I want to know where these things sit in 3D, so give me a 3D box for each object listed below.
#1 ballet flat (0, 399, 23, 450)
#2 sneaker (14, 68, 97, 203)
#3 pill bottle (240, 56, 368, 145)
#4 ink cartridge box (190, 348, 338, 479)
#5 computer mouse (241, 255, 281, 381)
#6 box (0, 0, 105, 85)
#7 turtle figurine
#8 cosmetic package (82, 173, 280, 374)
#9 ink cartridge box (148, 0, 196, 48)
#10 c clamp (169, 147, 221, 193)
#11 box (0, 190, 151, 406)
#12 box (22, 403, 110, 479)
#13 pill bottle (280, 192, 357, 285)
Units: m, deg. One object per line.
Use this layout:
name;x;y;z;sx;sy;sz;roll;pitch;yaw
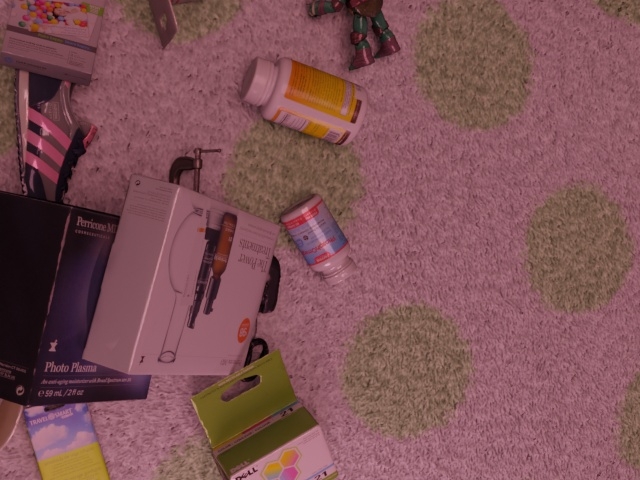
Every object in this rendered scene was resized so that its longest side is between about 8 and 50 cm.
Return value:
ballet flat;-0.568;0.207;1.464;0.182;0.164;0.483;5;96;-40
sneaker;-0.437;-0.147;1.501;0.131;0.112;0.319;-4;94;-15
pill bottle;-0.030;-0.258;1.629;0.214;0.117;0.117;18;86;-18
ink cartridge box;-0.099;0.351;1.593;0.188;0.097;0.255;-28;122;-16
computer mouse;-0.116;0.143;1.653;0.071;0.041;0.242;7;90;-19
box;-0.440;-0.355;1.489;0.145;0.038;0.186;13;57;-18
turtle figurine;0.066;-0.445;1.662;0.175;0.118;0.234;-24;105;-16
cosmetic package;-0.209;0.072;1.463;0.097;0.377;0.285;16;88;22
ink cartridge box;-0.243;-0.519;1.503;0.119;0.207;0.354;-15;97;-16
c clamp;-0.229;-0.086;1.565;0.022;0.137;0.161;1;97;-44
box;-0.392;0.094;1.410;0.182;0.296;0.294;10;88;25
box;-0.439;0.357;1.551;0.109;0.042;0.178;-17;97;-18
pill bottle;0.000;0.000;1.662;0.087;0.087;0.160;-35;101;-14
